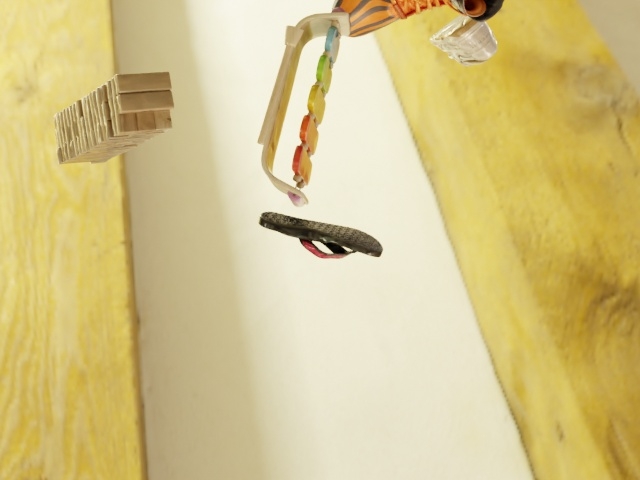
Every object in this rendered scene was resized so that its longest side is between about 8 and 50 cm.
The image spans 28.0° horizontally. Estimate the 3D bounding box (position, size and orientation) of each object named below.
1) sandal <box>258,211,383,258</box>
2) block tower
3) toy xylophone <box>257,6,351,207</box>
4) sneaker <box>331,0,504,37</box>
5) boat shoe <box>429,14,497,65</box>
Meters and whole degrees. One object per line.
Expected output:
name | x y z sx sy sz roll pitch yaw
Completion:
sandal | 0.000 0.000 1.744 0.179 0.040 0.067 14 -165 15
block tower | -0.347 -0.195 2.114 0.097 0.091 0.335 -7 176 -28
toy xylophone | -0.029 -0.214 2.023 0.081 0.323 0.236 13 -177 5
sneaker | 0.172 -0.406 2.079 0.321 0.124 0.180 -34 -132 11
boat shoe | 0.270 -0.363 2.366 0.098 0.096 0.277 -39 -171 8
